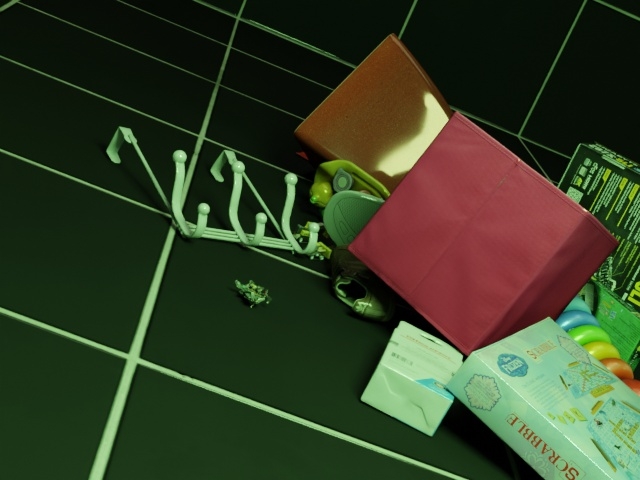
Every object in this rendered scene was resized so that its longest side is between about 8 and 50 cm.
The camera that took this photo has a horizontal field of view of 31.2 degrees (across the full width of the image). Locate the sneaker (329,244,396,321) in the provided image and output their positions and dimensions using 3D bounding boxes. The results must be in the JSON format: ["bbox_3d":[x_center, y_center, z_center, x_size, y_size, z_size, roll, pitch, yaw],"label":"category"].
[{"bbox_3d":[0.048,0.056,1.750,0.071,0.066,0.188,12,21,-32],"label":"sneaker"}]

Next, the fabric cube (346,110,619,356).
[{"bbox_3d":[0.246,0.006,1.700,0.259,0.258,0.254,42,9,25],"label":"fabric cube"}]

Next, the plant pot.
[{"bbox_3d":[0.141,-0.188,2.203,0.236,0.267,0.267,45,-2,13],"label":"plant pot"}]

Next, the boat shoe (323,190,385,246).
[{"bbox_3d":[0.140,0.014,1.922,0.320,0.118,0.103,26,6,-16],"label":"boat shoe"}]

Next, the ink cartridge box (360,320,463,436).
[{"bbox_3d":[0.125,0.178,1.508,0.104,0.060,0.180,27,18,5],"label":"ink cartridge box"}]

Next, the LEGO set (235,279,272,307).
[{"bbox_3d":[-0.093,0.077,1.592,0.054,0.023,0.083,33,6,18],"label":"LEGO set"}]

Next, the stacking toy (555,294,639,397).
[{"bbox_3d":[0.405,0.186,1.777,0.141,0.141,0.330,12,28,-33],"label":"stacking toy"}]

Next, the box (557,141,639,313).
[{"bbox_3d":[0.506,0.023,2.018,0.257,0.322,0.079,31,20,23],"label":"box"}]

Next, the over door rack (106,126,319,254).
[{"bbox_3d":[-0.170,-0.098,1.846,0.239,0.108,0.324,10,22,-40],"label":"over door rack"}]

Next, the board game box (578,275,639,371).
[{"bbox_3d":[0.449,0.136,1.927,0.030,0.136,0.259,16,20,-31],"label":"board game box"}]

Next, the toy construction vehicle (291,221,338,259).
[{"bbox_3d":[0.000,0.000,1.900,0.098,0.035,0.086,7,25,-44],"label":"toy construction vehicle"}]

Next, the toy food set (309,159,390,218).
[{"bbox_3d":[0.059,-0.049,2.001,0.218,0.128,0.071,35,41,18],"label":"toy food set"}]

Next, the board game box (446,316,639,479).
[{"bbox_3d":[0.354,0.248,1.503,0.318,0.066,0.319,43,22,19],"label":"board game box"}]

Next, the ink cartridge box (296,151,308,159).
[{"bbox_3d":[0.078,-0.172,2.471,0.181,0.056,0.225,32,17,23],"label":"ink cartridge box"}]
